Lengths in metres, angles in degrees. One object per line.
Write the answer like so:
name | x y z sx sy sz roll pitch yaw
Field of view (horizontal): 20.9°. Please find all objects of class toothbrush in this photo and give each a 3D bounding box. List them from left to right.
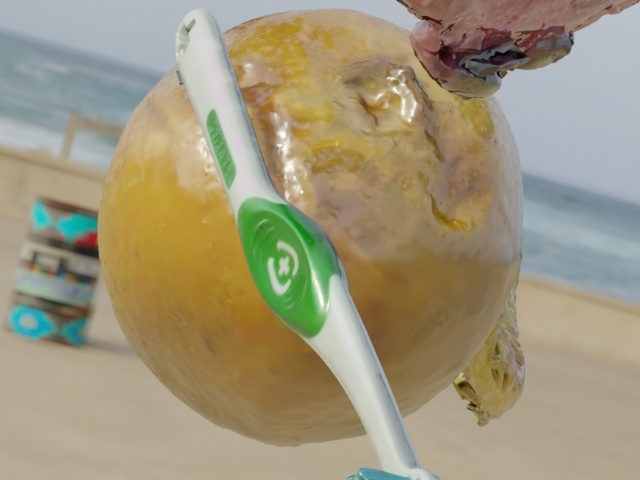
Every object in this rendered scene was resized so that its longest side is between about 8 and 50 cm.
toothbrush | -0.011 0.007 0.742 0.040 0.042 0.418 16 28 -25

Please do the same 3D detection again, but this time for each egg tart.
egg tart | 0.118 0.019 1.532 0.116 0.295 0.295 -4 1 8

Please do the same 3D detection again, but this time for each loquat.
loquat | 0.000 0.000 1.093 0.276 0.284 0.276 4 41 -4

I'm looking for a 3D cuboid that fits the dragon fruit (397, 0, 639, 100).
dragon fruit | 0.044 -0.087 0.401 0.147 0.096 0.102 -23 63 -35
